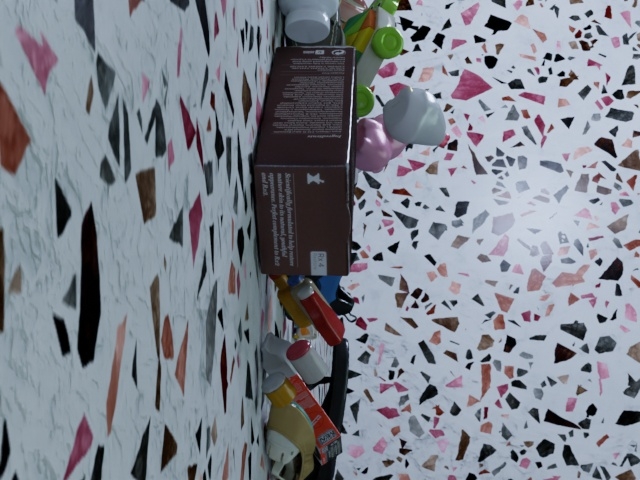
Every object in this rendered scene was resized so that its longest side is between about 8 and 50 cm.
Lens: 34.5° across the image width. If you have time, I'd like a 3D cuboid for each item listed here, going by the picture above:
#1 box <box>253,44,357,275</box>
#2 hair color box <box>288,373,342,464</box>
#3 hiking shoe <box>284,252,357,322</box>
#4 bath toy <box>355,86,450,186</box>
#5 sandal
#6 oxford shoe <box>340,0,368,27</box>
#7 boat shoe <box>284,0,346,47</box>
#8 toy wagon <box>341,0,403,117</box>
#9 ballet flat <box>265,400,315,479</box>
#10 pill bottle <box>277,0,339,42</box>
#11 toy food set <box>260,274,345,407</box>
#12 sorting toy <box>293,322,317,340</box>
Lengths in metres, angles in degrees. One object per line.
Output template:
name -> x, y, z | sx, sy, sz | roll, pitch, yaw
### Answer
box -> -0.014, -0.131, 1.571 | 0.381, 0.143, 0.191 | -88, 177, -55
hair color box -> -0.021, 0.282, 1.653 | 0.141, 0.043, 0.072 | 51, -18, 30
hiking shoe -> 0.000, 0.000, 1.821 | 0.113, 0.132, 0.304 | -83, 172, -63
bath toy -> 0.093, -0.162, 1.841 | 0.348, 0.129, 0.151 | -29, -135, 43
sandal -> -0.028, 0.361, 1.808 | 0.167, 0.107, 0.446 | -89, -170, -58
oxford shoe -> 0.001, -0.495, 2.198 | 0.146, 0.140, 0.397 | -58, -166, 20
boat shoe -> -0.015, -0.417, 1.825 | 0.091, 0.109, 0.305 | 73, 15, -63
toy wagon -> 0.057, -0.328, 1.885 | 0.344, 0.068, 0.267 | -64, -160, -10
ballet flat -> -0.048, 0.323, 1.581 | 0.073, 0.080, 0.232 | -54, 155, -27
pill bottle -> -0.019, -0.429, 1.723 | 0.103, 0.103, 0.184 | 81, 10, -69
toy food set -> -0.040, 0.128, 1.512 | 0.104, 0.111, 0.232 | 56, 29, -21
sorting toy -> -0.034, 0.158, 2.046 | 0.083, 0.044, 0.075 | 69, 14, -79
